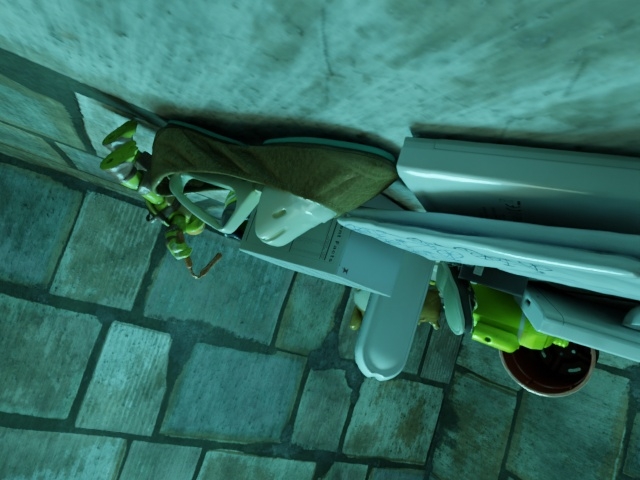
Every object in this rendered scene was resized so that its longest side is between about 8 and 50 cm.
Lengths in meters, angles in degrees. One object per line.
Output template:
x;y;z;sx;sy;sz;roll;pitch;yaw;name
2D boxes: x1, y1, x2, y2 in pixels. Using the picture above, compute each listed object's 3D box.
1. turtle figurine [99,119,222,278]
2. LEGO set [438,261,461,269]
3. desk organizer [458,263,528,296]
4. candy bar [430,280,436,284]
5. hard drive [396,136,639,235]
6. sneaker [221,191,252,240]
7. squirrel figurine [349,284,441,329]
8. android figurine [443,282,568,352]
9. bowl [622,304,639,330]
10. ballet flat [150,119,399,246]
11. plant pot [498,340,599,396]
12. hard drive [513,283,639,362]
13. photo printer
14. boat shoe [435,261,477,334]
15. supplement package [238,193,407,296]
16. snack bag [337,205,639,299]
-0.247;-0.080;0.653;0.087;0.269;0.217;-19;137;13;turtle figurine
0.310;0.052;0.934;0.083;0.023;0.054;3;-165;-30;LEGO set
0.366;0.078;0.873;0.130;0.047;0.050;18;180;16;desk organizer
0.380;0.149;1.625;0.162;0.018;0.040;16;177;9;candy bar
0.242;-0.020;0.359;0.308;0.040;0.203;14;173;29;hard drive
-0.071;0.003;0.843;0.300;0.111;0.121;22;-143;-6;sneaker
0.359;0.251;1.762;0.371;0.280;0.397;1;179;37;squirrel figurine
0.445;0.174;0.978;0.273;0.056;0.248;18;-150;23;android figurine
0.627;0.145;0.706;0.142;0.053;0.142;16;174;10;bowl
-0.080;-0.064;0.489;0.343;0.124;0.116;15;173;24;ballet flat
0.776;0.357;1.349;0.273;0.272;0.265;12;180;44;plant pot
0.605;0.183;0.835;0.353;0.047;0.233;17;-167;10;hard drive
0.159;0.153;0.913;0.107;0.307;0.256;17;173;6;photo printer
0.315;0.124;0.918;0.069;0.081;0.227;7;-148;0;boat shoe
0.003;-0.010;0.665;0.134;0.138;0.244;25;171;-42;supplement package
0.239;0.028;0.452;0.343;0.037;0.323;16;178;-34;snack bag
